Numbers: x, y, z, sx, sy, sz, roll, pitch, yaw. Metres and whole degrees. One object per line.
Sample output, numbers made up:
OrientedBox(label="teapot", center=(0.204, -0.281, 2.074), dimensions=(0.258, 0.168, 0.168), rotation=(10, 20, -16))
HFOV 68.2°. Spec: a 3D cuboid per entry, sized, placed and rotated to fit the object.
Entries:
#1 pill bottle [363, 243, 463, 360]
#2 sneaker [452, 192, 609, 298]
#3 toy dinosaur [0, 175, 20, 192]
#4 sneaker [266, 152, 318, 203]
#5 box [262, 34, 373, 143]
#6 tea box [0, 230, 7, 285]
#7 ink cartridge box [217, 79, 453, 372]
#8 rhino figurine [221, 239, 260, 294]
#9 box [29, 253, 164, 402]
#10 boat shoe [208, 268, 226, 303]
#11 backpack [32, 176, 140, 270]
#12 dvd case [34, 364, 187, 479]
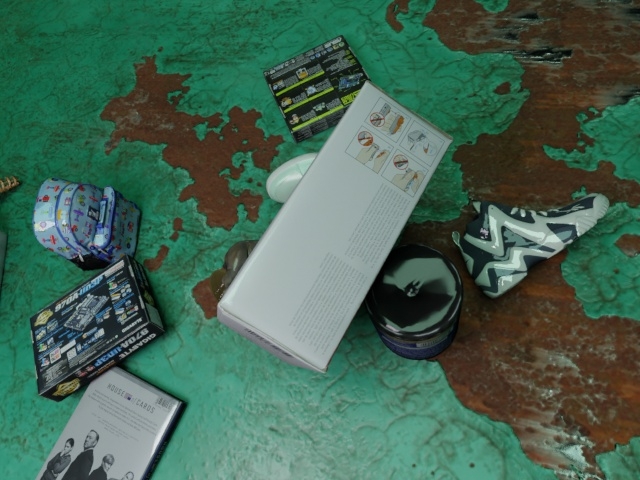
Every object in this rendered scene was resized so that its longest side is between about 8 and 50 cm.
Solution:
OrientedBox(label="pill bottle", center=(0.132, 0.099, 0.660), dimensions=(0.123, 0.219, 0.122), rotation=(-5, 66, 11))
OrientedBox(label="sneaker", center=(0.313, -0.034, 0.743), dimensions=(0.235, 0.094, 0.153), rotation=(-39, 72, 7))
OrientedBox(label="toy dinosaur", center=(-0.852, -0.108, 1.039), dimensions=(0.322, 0.164, 0.218), rotation=(3, 57, -32))
OrientedBox(label="sneaker", center=(0.024, -0.074, 0.813), dimensions=(0.256, 0.094, 0.151), rotation=(-6, 46, 9))
OrientedBox(label="box", center=(-0.001, -0.314, 0.972), dimensions=(0.191, 0.045, 0.184), rotation=(-26, 66, 1))
OrientedBox(label="tea box", center=(-0.840, 0.047, 0.853), dimensions=(0.329, 0.323, 0.220), rotation=(-13, 63, 4))
OrientedBox(label="ink cartridge box", center=(0.000, 0.000, 0.625), dimensions=(0.130, 0.272, 0.309), rotation=(33, 73, -4))
OrientedBox(label="rhino figurine", center=(-0.046, 0.033, 0.793), dimensions=(0.243, 0.073, 0.106), rotation=(-9, 53, -11))
OrientedBox(label="box", center=(-0.405, 0.151, 0.847), dimensions=(0.220, 0.051, 0.175), rotation=(-34, 52, -3))
OrientedBox(label="boat shoe", center=(-0.130, 0.105, 0.818), dimensions=(0.152, 0.049, 0.056), rotation=(39, 99, 21))
OrientedBox(label="backpack", center=(-0.439, -0.038, 0.886), dimensions=(0.117, 0.173, 0.158), rotation=(-5, 65, 12))
OrientedBox(label="dvd case", center=(-0.351, 0.344, 0.779), dimensions=(0.179, 0.029, 0.238), rotation=(19, 72, 21))
